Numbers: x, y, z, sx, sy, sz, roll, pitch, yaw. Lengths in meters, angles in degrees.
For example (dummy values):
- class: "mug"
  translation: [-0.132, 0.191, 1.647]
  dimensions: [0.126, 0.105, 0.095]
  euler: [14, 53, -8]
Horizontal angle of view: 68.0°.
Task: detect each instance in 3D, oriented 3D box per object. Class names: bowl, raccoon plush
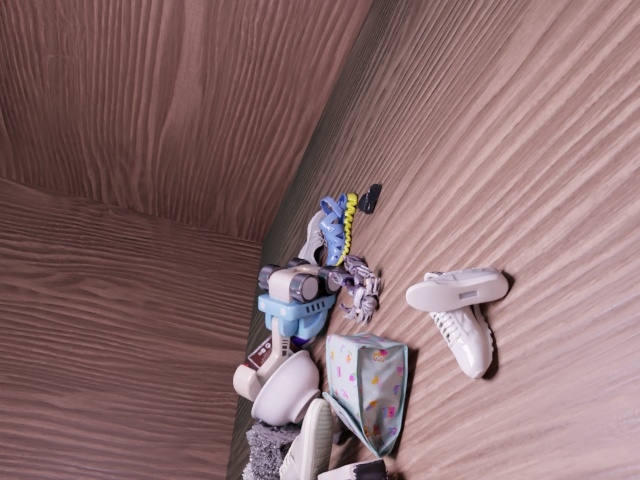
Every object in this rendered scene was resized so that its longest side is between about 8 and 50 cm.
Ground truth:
- class: "bowl"
  translation: [-0.094, 0.550, 1.685]
  dimensions: [0.298, 0.134, 0.297]
  euler: [-44, -24, -26]
- class: "raccoon plush"
  translation: [-0.163, 0.836, 1.655]
  dimensions: [0.446, 0.216, 0.299]
  euler: [-163, 82, -76]

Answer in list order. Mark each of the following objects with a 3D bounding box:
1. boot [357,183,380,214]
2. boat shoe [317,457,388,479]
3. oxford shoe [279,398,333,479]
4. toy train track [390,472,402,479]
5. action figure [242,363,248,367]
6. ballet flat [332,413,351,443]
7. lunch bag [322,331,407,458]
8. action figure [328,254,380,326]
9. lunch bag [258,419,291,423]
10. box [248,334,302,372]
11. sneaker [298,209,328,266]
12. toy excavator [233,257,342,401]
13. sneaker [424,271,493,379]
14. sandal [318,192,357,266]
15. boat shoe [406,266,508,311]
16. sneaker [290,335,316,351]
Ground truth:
- class: "boot"
  translation: [0.172, -0.151, 1.697]
  dimensions: [0.099, 0.045, 0.121]
  euler: [-116, 43, -74]
- class: "boat shoe"
  translation: [0.080, 0.617, 1.110]
  dimensions: [0.340, 0.127, 0.158]
  euler: [108, 154, -59]
- class: "oxford shoe"
  translation: [-0.047, 0.620, 1.306]
  dimensions: [0.169, 0.130, 0.449]
  euler: [-41, -38, -55]
- class: "toy train track"
  translation: [0.165, 0.557, 1.043]
  dimensions: [0.048, 0.014, 0.083]
  euler: [119, 160, -44]
- class: "action figure"
  translation: [-0.193, 0.547, 2.082]
  dimensions: [0.091, 0.280, 0.139]
  euler: [-29, 83, 45]
- class: "ballet flat"
  translation: [0.062, 0.536, 1.393]
  dimensions: [0.084, 0.058, 0.249]
  euler: [57, 149, 22]
- class: "lunch bag"
  translation: [0.107, 0.373, 1.177]
  dimensions: [0.223, 0.160, 0.262]
  euler: [174, 97, -72]
- class: "action figure"
  translation: [0.114, 0.150, 1.500]
  dimensions: [0.185, 0.099, 0.285]
  euler: [-65, 19, 16]
- class: "lunch bag"
  translation: [-0.206, 0.808, 2.015]
  dimensions: [0.303, 0.115, 0.243]
  euler: [-91, 19, -50]
- class: "box"
  translation: [-0.171, 0.497, 1.874]
  dimensions: [0.168, 0.167, 0.203]
  euler: [-41, -21, -30]
- class: "sneaker"
  translation: [0.000, 0.000, 2.156]
  dimensions: [0.115, 0.105, 0.281]
  euler: [10, 79, 42]
- class: "toy excavator"
  translation: [-0.121, 0.319, 1.739]
  dimensions: [0.222, 0.433, 0.444]
  euler: [10, 104, 40]
- class: "sneaker"
  translation: [0.261, 0.160, 0.923]
  dimensions: [0.235, 0.095, 0.090]
  euler: [-93, 24, -47]
- class: "sandal"
  translation: [0.051, -0.049, 1.864]
  dimensions: [0.126, 0.138, 0.317]
  euler: [140, 141, -63]
- class: "boat shoe"
  translation: [0.253, 0.085, 0.897]
  dimensions: [0.063, 0.184, 0.066]
  euler: [-80, -29, -63]
- class: "sneaker"
  translation: [-0.107, 0.387, 1.991]
  dimensions: [0.293, 0.146, 0.102]
  euler: [120, 160, -46]
